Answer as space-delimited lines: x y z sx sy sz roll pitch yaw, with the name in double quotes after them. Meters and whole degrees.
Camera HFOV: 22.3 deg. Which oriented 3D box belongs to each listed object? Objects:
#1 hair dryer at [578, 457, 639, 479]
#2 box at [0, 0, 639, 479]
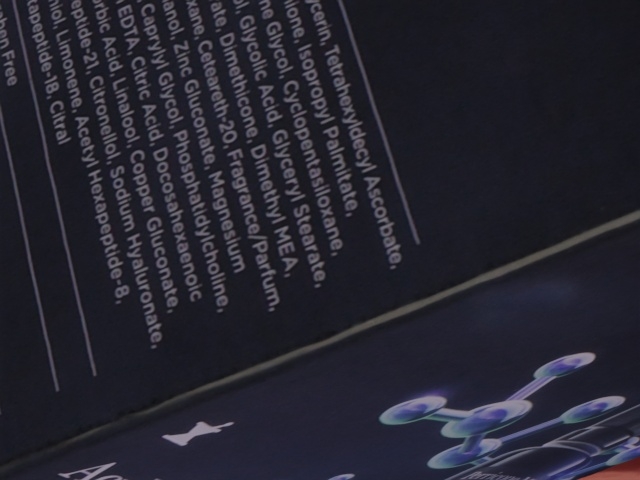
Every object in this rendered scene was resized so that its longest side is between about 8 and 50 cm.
0.193 0.182 0.908 0.293 0.080 0.224 35 95 -12 "hair dryer"
0.000 0.000 0.697 0.395 0.212 0.293 -23 155 14 "box"
